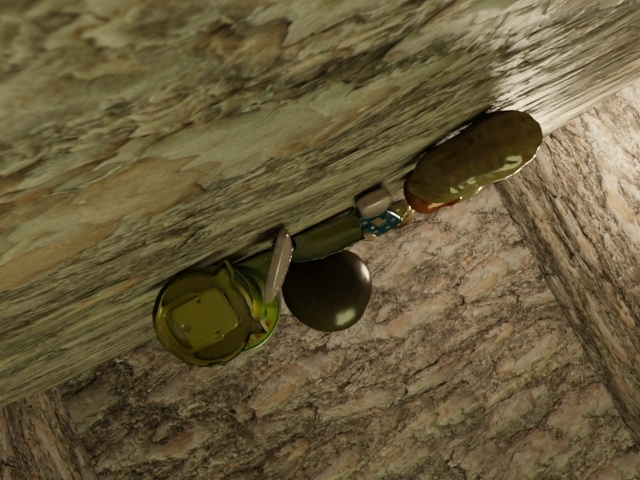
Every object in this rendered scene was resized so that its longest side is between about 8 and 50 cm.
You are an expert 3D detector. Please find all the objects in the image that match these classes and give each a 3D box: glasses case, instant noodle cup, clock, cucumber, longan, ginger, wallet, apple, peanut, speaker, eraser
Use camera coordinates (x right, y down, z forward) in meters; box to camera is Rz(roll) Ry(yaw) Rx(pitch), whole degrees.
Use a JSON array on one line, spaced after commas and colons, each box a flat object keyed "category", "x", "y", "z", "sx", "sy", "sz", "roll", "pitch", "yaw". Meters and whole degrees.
[{"category": "glasses case", "x": 0.182, "y": -0.125, "z": 1.520, "sx": 0.113, "sy": 0.075, "sz": 0.297, "roll": -26, "pitch": 175, "yaw": 5}, {"category": "instant noodle cup", "x": -0.298, "y": 0.209, "z": 1.395, "sx": 0.312, "sy": 0.311, "sz": 0.221, "roll": -27, "pitch": 165, "yaw": 1}, {"category": "clock", "x": -0.314, "y": 0.208, "z": 1.227, "sx": 0.294, "sy": 0.276, "sz": 0.071, "roll": -22, "pitch": -171, "yaw": 9}, {"category": "cucumber", "x": 0.001, "y": 0.003, "z": 1.637, "sx": 0.326, "sy": 0.145, "sz": 0.105, "roll": -22, "pitch": 168, "yaw": -6}, {"category": "longan", "x": 0.024, "y": 0.184, "z": 1.739, "sx": 0.361, "sy": 0.360, "sz": 0.361, "roll": -27, "pitch": 175, "yaw": -2}, {"category": "clock", "x": -0.290, "y": 0.154, "z": 1.722, "sx": 0.286, "sy": 0.117, "sz": 0.348, "roll": -24, "pitch": 175, "yaw": -22}, {"category": "ginger", "x": 0.414, "y": -0.146, "z": 2.298, "sx": 0.276, "sy": 0.130, "sz": 0.221, "roll": -30, "pitch": 169, "yaw": -37}, {"category": "wallet", "x": 0.222, "y": -0.085, "z": 1.777, "sx": 0.141, "sy": 0.059, "sz": 0.202, "roll": -33, "pitch": 147, "yaw": 27}, {"category": "apple", "x": 0.394, "y": -0.181, "z": 1.545, "sx": 0.210, "sy": 0.164, "sz": 0.209, "roll": -24, "pitch": 176, "yaw": -2}, {"category": "peanut", "x": 0.401, "y": -0.218, "z": 1.200, "sx": 0.387, "sy": 0.169, "sz": 0.192, "roll": -26, "pitch": -179, "yaw": 43}, {"category": "speaker", "x": -0.127, "y": 0.020, "z": 1.497, "sx": 0.076, "sy": 0.060, "sz": 0.094, "roll": -29, "pitch": 175, "yaw": 12}, {"category": "eraser", "x": -0.117, "y": 0.050, "z": 1.313, "sx": 0.059, "sy": 0.204, "sz": 0.243, "roll": 14, "pitch": 146, "yaw": -5}]

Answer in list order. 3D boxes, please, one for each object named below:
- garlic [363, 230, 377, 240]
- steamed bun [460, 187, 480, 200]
[{"category": "garlic", "x": 0.260, "y": -0.059, "z": 2.473, "sx": 0.144, "sy": 0.112, "sz": 0.318, "roll": -5, "pitch": -175, "yaw": 9}, {"category": "steamed bun", "x": 0.522, "y": -0.222, "z": 1.795, "sx": 0.232, "sy": 0.166, "sz": 0.273, "roll": -26, "pitch": 176, "yaw": -24}]
